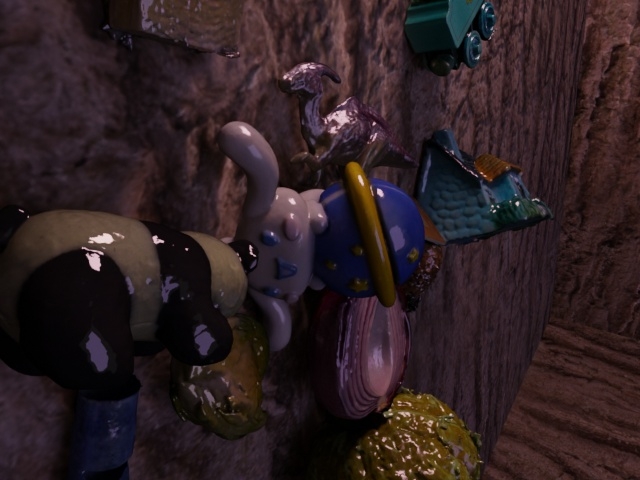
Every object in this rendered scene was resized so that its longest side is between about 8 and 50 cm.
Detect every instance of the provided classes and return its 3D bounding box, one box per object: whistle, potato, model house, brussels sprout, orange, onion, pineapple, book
[{"bbox_3d":[-0.225,0.285,0.487,0.062,0.062,0.305,-1,102,-55],"label":"whistle"},{"bbox_3d":[-0.128,-0.211,0.444,0.122,0.061,0.086,-13,115,-52],"label":"potato"},{"bbox_3d":[0.340,-0.122,1.051,0.261,0.225,0.241,-2,74,-57],"label":"model house"},{"bbox_3d":[-0.114,0.151,0.569,0.181,0.100,0.139,47,53,-50],"label":"brussels sprout"},{"bbox_3d":[0.111,0.374,0.811,0.300,0.301,0.223,-37,103,-37],"label":"orange"},{"bbox_3d":[0.057,0.127,0.782,0.227,0.120,0.284,-1,96,-56],"label":"onion"},{"bbox_3d":[0.167,0.090,0.950,0.108,0.108,0.198,6,103,-56],"label":"pineapple"},{"bbox_3d":[0.168,-0.048,0.901,0.012,0.118,0.172,-41,153,22],"label":"book"}]

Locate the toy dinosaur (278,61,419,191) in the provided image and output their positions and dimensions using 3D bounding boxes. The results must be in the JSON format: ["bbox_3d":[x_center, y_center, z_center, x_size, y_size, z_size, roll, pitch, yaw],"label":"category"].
[{"bbox_3d":[0.039,-0.127,0.702,0.294,0.077,0.162,26,87,-54],"label":"toy dinosaur"}]

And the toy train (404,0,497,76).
[{"bbox_3d":[0.233,-0.394,0.864,0.154,0.107,0.198,49,62,-43],"label":"toy train"}]

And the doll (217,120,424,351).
[{"bbox_3d":[-0.004,-0.029,0.595,0.160,0.242,0.311,-83,157,-49],"label":"doll"}]

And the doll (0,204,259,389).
[{"bbox_3d":[-0.158,0.046,0.425,0.234,0.143,0.135,7,81,-51],"label":"doll"}]
